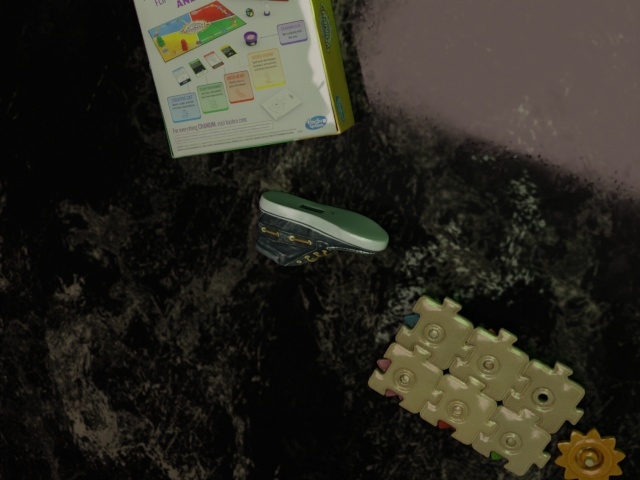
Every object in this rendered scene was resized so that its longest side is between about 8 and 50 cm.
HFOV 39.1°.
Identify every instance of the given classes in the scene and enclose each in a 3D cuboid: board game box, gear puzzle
[{"bbox_3d":[-0.106,-0.274,1.114,0.242,0.064,0.316,-5,107,23],"label":"board game box"},{"bbox_3d":[0.244,0.203,1.168,0.339,0.044,0.175,30,115,6],"label":"gear puzzle"}]

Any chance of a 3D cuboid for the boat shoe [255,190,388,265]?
[{"bbox_3d":[0.000,0.000,1.177,0.183,0.065,0.083,20,116,21],"label":"boat shoe"}]
